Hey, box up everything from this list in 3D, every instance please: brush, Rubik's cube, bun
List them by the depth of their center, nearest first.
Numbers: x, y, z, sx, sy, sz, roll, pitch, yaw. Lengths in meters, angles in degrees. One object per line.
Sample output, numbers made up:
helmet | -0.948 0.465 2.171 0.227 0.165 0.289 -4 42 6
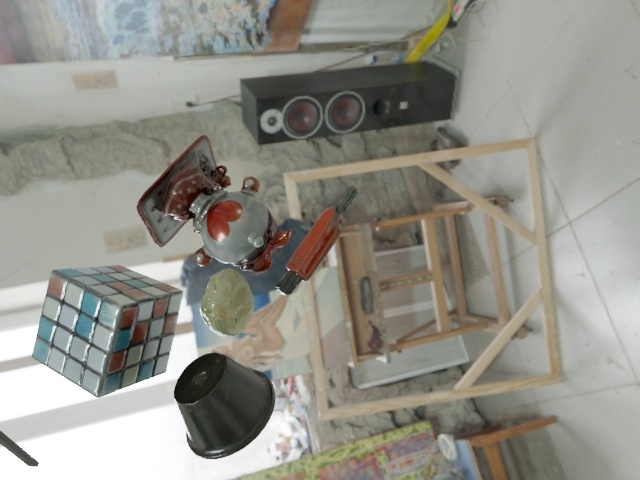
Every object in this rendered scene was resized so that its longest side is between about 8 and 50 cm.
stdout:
brush | 0.001 0.000 1.391 0.051 0.323 0.070 39 172 -27
bun | -0.249 0.162 1.481 0.110 0.164 0.188 16 148 24
Rubik's cube | -0.557 0.225 1.500 0.258 0.253 0.257 19 100 24

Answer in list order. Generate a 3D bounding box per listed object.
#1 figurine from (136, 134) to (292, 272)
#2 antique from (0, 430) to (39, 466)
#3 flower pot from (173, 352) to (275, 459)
figurine | -0.156 -0.035 0.974 0.226 0.183 0.160 29 156 17
antique | -0.754 0.510 1.387 0.192 0.031 0.015 75 -159 -44
flower pot | -0.265 0.398 1.440 0.166 0.269 0.269 60 176 -34
